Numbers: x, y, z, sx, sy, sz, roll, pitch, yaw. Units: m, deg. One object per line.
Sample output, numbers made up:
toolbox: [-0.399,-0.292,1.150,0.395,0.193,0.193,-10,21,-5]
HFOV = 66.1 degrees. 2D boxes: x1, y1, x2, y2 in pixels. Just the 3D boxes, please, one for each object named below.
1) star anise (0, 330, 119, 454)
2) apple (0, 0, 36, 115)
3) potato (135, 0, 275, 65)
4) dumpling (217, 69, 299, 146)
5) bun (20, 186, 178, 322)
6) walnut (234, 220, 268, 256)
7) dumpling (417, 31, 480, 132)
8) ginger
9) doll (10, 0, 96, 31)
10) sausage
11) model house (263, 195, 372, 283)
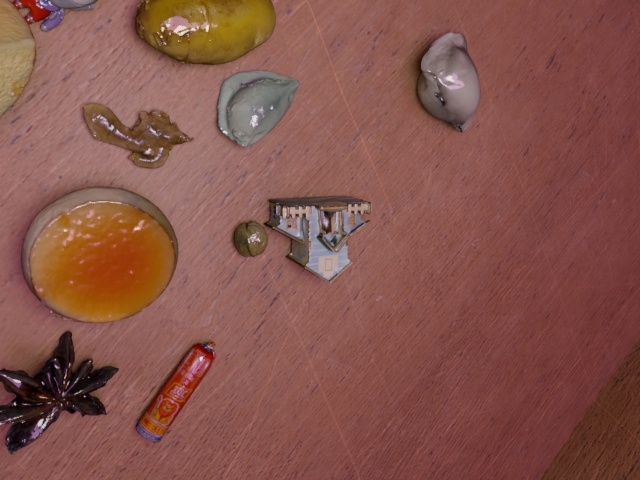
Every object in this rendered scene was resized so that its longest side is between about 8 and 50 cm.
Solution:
star anise: [-0.578,0.331,1.056,0.283,0.129,0.212,-27,128,-54]
apple: [-0.686,-0.341,0.810,0.309,0.252,0.314,40,85,6]
potato: [-0.241,-0.466,1.050,0.300,0.140,0.172,-22,103,-26]
dumpling: [-0.149,-0.324,1.142,0.217,0.105,0.149,-44,116,-10]
bun: [-0.461,0.026,1.036,0.299,0.165,0.298,-11,113,-27]
walnut: [-0.172,-0.003,1.215,0.092,0.092,0.092,-6,103,-24]
dumpling: [0.362,-0.439,1.354,0.175,0.243,0.226,17,72,11]
ginger: [-0.399,-0.242,1.070,0.214,0.059,0.133,36,92,-26]
doll: [-0.494,-0.495,0.961,0.228,0.075,0.102,-30,129,-5]
sausage: [-0.347,0.362,1.216,0.074,0.074,0.274,38,83,-27]
model house: [0.000,0.000,1.250,0.271,0.178,0.206,-5,104,-28]
